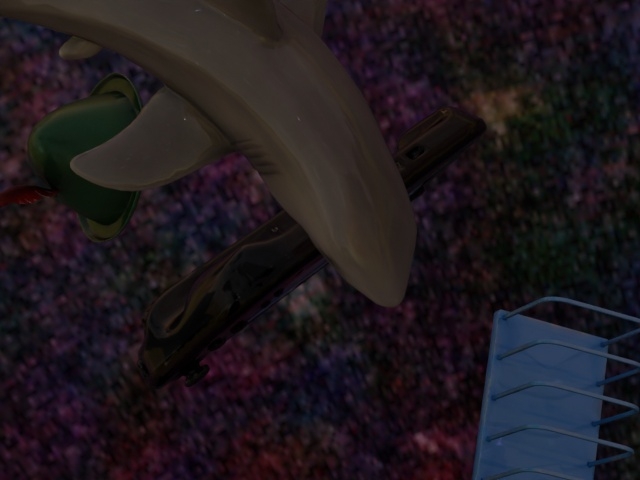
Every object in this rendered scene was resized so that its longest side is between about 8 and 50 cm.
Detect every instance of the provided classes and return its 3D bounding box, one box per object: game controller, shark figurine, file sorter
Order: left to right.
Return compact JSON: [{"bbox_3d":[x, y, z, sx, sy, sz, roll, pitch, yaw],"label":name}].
[{"bbox_3d":[-0.078,-0.086,0.664,0.278,0.116,0.166,13,74,-13],"label":"shark figurine"},{"bbox_3d":[0.000,0.000,1.211,0.166,0.067,0.319,-30,5,43],"label":"game controller"},{"bbox_3d":[0.221,0.148,1.539,0.118,0.104,0.170,16,71,-17],"label":"file sorter"}]

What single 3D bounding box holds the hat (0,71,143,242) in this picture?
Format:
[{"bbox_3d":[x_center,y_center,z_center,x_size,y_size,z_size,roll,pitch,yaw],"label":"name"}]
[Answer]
[{"bbox_3d":[-0.282,-0.088,1.662,0.208,0.184,0.173,-7,80,60],"label":"hat"}]
